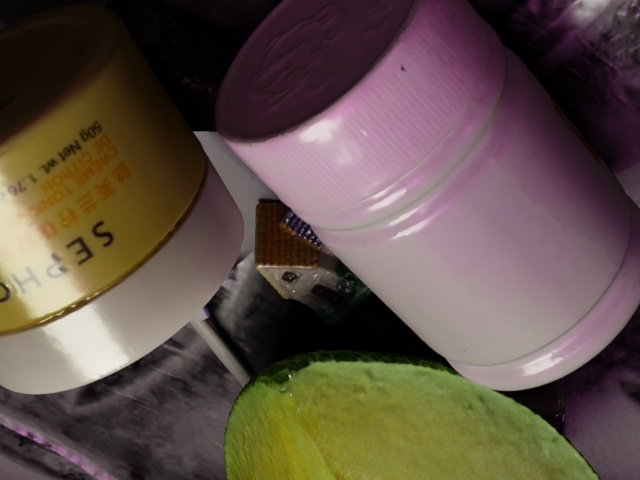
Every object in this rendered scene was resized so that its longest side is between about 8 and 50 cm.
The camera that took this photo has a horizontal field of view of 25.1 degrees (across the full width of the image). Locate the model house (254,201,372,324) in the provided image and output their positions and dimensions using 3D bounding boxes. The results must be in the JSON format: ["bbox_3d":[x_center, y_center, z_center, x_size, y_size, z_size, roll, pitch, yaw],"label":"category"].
[{"bbox_3d":[0.000,0.000,1.225,0.100,0.088,0.100,27,127,-21],"label":"model house"}]

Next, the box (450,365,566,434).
[{"bbox_3d":[0.124,0.176,1.398,0.224,0.069,0.120,3,134,5],"label":"box"}]

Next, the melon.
[{"bbox_3d":[0.041,0.244,1.292,0.331,0.226,0.343,14,160,-21],"label":"melon"}]

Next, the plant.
[{"bbox_3d":[-0.121,-0.131,1.115,0.143,0.092,0.094,15,142,-16],"label":"plant"}]

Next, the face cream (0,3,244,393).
[{"bbox_3d":[-0.189,-0.032,1.000,0.218,0.218,0.179,-18,122,21],"label":"face cream"}]

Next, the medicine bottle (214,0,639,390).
[{"bbox_3d":[0.092,-0.050,1.088,0.202,0.202,0.316,-26,126,27],"label":"medicine bottle"}]

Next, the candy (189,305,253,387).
[{"bbox_3d":[-0.144,0.036,1.283,0.124,0.124,0.365,-13,139,18],"label":"candy"}]
